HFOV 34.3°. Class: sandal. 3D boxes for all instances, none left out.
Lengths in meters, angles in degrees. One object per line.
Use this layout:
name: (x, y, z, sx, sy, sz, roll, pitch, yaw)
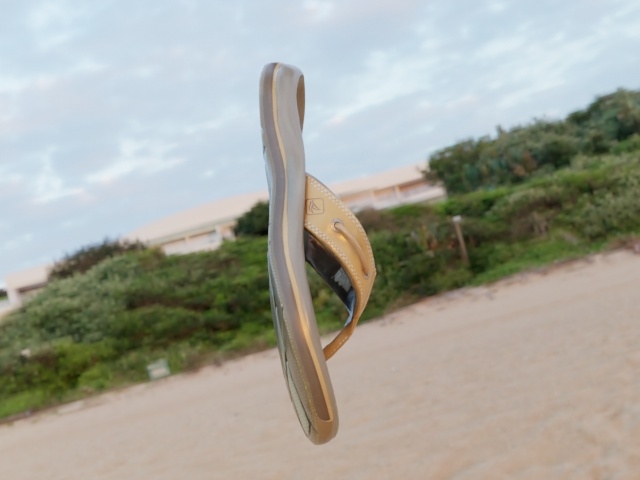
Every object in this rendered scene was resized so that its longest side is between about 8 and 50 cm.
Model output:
sandal: (0.000, 0.000, 0.470, 0.049, 0.180, 0.072, -3, -21, -3)
